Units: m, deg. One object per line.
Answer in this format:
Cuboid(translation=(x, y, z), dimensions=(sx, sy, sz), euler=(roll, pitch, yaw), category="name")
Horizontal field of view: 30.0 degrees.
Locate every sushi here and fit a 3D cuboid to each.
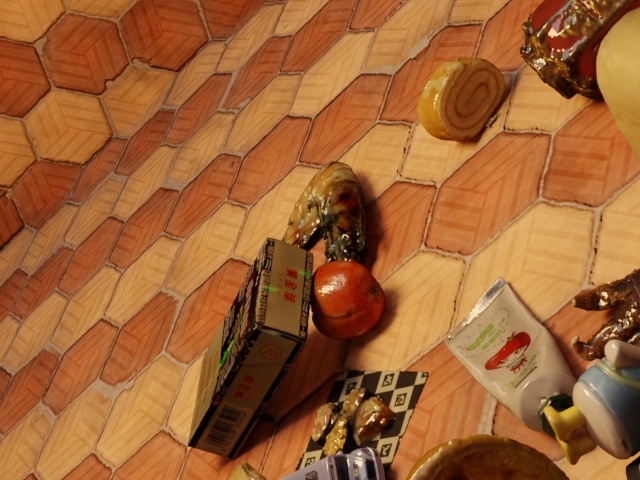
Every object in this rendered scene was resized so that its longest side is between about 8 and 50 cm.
Cuboid(translation=(0.040, 0.253, 1.688), dimensions=(0.210, 0.040, 0.193), euler=(-11, 47, 52), category="sushi")

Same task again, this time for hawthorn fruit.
Cuboid(translation=(0.038, 0.088, 1.818), dimensions=(0.128, 0.128, 0.128), euler=(-37, 30, 25), category="hawthorn fruit")

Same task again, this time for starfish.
Cuboid(translation=(0.392, 0.059, 1.368), dimensions=(0.238, 0.071, 0.216), euler=(-62, 32, 1), category="starfish")

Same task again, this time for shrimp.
Cuboid(translation=(0.000, 0.000, 2.057), dimensions=(0.233, 0.071, 0.365), euler=(-51, 25, 22), category="shrimp")

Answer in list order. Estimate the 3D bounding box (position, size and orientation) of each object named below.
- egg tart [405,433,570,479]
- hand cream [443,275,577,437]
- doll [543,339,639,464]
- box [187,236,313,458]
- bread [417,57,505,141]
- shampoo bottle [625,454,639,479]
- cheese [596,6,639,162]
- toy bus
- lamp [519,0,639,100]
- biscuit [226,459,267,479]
Cuboid(translation=(0.164, 0.300, 1.274), dimensions=(0.202, 0.202, 0.147), euler=(-54, 5, -7), category="egg tart")
Cuboid(translation=(0.242, 0.148, 1.498), dimensions=(0.121, 0.076, 0.336), euler=(-46, 20, 6), category="hand cream")
Cuboid(translation=(0.348, 0.145, 1.243), dimensions=(0.241, 0.135, 0.099), euler=(-36, -1, -12), category="doll")
Cuboid(translation=(-0.109, 0.173, 1.857), dimensions=(0.198, 0.084, 0.310), euler=(-85, 19, -48), category="box")
Cuboid(translation=(0.227, -0.231, 1.921), dimensions=(0.149, 0.122, 0.073), euler=(-57, 30, -10), category="bread")
Cuboid(translation=(0.432, 0.164, 1.143), dimensions=(0.309, 0.071, 0.098), euler=(-43, 5, 17), category="shampoo bottle")
Cuboid(translation=(0.462, -0.078, 1.166), dimensions=(0.384, 0.384, 0.104), euler=(-50, 25, 3), category="cheese")
Cuboid(translation=(0.007, 0.330, 1.585), dimensions=(0.167, 0.076, 0.073), euler=(-32, 53, 34), category="toy bus")
Cuboid(translation=(0.416, -0.326, 1.705), dimensions=(0.274, 0.177, 0.177), euler=(-44, 27, 9), category="lamp")
Cuboid(translation=(-0.054, 0.513, 1.405), dimensions=(0.429, 0.104, 0.446), euler=(6, 69, 52), category="biscuit")
